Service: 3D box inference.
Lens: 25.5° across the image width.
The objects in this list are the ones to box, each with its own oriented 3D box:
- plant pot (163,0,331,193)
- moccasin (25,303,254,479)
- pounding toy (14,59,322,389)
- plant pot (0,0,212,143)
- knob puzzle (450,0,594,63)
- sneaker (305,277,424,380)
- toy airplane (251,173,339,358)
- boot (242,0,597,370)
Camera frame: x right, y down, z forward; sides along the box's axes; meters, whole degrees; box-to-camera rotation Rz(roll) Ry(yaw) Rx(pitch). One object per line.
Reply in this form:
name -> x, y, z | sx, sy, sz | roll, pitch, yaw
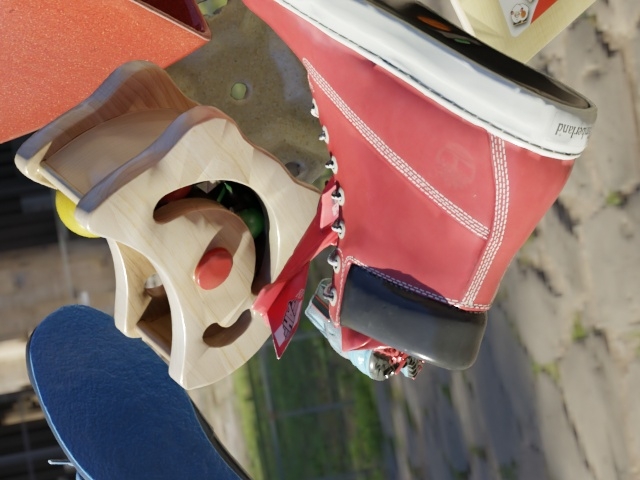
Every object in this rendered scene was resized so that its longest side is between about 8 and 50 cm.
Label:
plant pot -> -0.112, -0.167, 1.413 | 0.305, 0.333, 0.334 | -143, 45, -69
moccasin -> -0.150, 0.213, 1.271 | 0.342, 0.137, 0.117 | 54, 160, 0
pounding toy -> -0.104, -0.014, 0.918 | 0.155, 0.154, 0.269 | 37, 179, 35
plant pot -> -0.287, -0.212, 1.040 | 0.267, 0.235, 0.267 | 19, -141, -59
knob puzzle -> 0.130, -0.223, 0.886 | 0.030, 0.213, 0.213 | 31, 134, 47
sneaker -> 0.063, 0.073, 1.498 | 0.104, 0.125, 0.262 | -59, -17, 5
toy airplane -> 0.000, 0.000, 0.861 | 0.151, 0.028, 0.151 | -58, -13, -22
boot -> 0.014, -0.043, 0.750 | 0.244, 0.088, 0.176 | 41, 116, 39
